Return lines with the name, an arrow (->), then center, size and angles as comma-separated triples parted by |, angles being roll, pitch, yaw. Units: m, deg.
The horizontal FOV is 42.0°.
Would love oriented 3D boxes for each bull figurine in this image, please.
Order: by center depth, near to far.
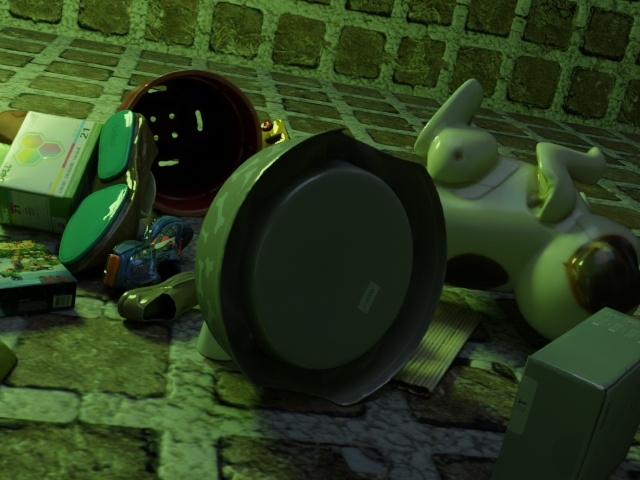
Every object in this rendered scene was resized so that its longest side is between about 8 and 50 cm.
bull figurine -> -0.529, -0.179, 1.631 | 0.188, 0.101, 0.310 | 1, 27, -46

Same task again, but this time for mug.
mug -> -0.131, 0.113, 1.108 | 0.062, 0.064, 0.078 | 3, 21, -21

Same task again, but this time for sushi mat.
sushi mat -> 0.137, 0.141, 1.249 | 0.151, 0.019, 0.316 | 19, 21, 18

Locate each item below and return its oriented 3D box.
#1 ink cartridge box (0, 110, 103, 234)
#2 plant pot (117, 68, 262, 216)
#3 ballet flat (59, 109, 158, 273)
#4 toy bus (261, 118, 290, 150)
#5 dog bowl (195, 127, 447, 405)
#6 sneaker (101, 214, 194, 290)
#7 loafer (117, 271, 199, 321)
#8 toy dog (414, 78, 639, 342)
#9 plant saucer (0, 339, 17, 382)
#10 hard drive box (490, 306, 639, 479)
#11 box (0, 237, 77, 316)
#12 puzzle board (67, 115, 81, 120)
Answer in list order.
ink cartridge box -> -0.510, -0.124, 1.390 | 0.255, 0.097, 0.189 | 10, 49, -4
plant pot -> -0.283, -0.208, 1.648 | 0.272, 0.272, 0.265 | 3, 13, -23
ballet flat -> -0.322, -0.061, 1.351 | 0.116, 0.124, 0.342 | -17, 46, 20
toy bus -> -0.147, -0.179, 1.826 | 0.191, 0.202, 0.104 | 7, 50, -34
dog bowl -> 0.001, 0.030, 1.033 | 0.348, 0.349, 0.102 | -4, 13, -37
sneaker -> -0.246, 0.031, 1.273 | 0.087, 0.083, 0.221 | 28, 27, 6
loafer -> -0.208, 0.085, 1.162 | 0.148, 0.056, 0.050 | -19, 35, -38
toy dog -> 0.310, -0.005, 1.305 | 0.408, 0.285, 0.395 | 33, 53, 20
plant saucer -> -0.449, 0.135, 0.899 | 0.188, 0.045, 0.188 | 10, 20, -3
hard drive box -> 0.301, 0.196, 0.955 | 0.089, 0.181, 0.232 | 24, 23, 32
box -> -0.468, 0.051, 1.117 | 0.233, 0.044, 0.159 | -5, 26, -38
puzzle board -> -0.462, -0.208, 1.609 | 0.096, 0.011, 0.128 | 23, 18, -2
